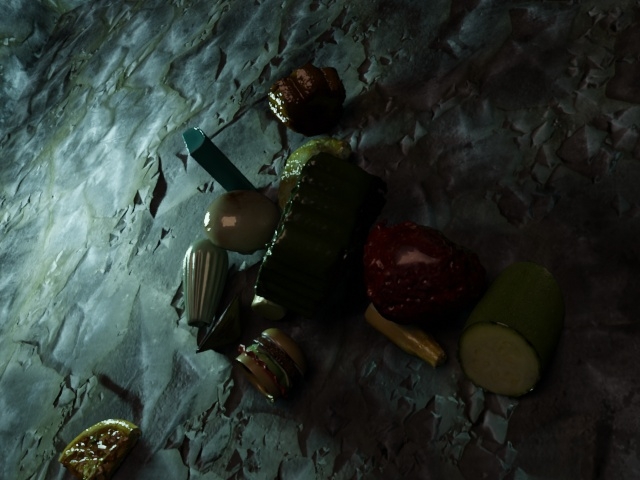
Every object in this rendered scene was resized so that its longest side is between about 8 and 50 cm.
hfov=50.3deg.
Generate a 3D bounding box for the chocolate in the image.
[{"bbox_3d":[0.193,0.210,1.517,0.085,0.085,0.219,-47,48,-3],"label":"chocolate"}]

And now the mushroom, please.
[{"bbox_3d":[-0.221,-0.044,1.932,0.226,0.178,0.226,8,39,-7],"label":"mushroom"}]

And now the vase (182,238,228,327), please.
[{"bbox_3d":[-0.330,0.124,1.922,0.128,0.128,0.248,-12,61,28],"label":"vase"}]

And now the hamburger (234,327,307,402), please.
[{"bbox_3d":[-0.110,0.287,1.616,0.137,0.175,0.175,-43,43,-18],"label":"hamburger"}]

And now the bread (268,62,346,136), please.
[{"bbox_3d":[-0.034,-0.424,2.034,0.232,0.247,0.135,-40,59,16],"label":"bread"}]

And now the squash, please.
[{"bbox_3d":[0.408,0.180,1.419,0.189,0.189,0.260,-3,21,34],"label":"squash"}]

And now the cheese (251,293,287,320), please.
[{"bbox_3d":[-0.108,0.117,1.776,0.123,0.094,0.167,-25,40,54],"label":"cheese"}]

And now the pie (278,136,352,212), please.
[{"bbox_3d":[-0.024,-0.178,1.942,0.257,0.105,0.274,-24,46,32],"label":"pie"}]

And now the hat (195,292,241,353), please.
[{"bbox_3d":[-0.245,0.238,1.808,0.193,0.082,0.193,-56,5,8],"label":"hat"}]

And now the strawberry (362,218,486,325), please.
[{"bbox_3d":[0.206,0.078,1.464,0.274,0.274,0.220,36,98,46],"label":"strawberry"}]

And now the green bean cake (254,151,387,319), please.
[{"bbox_3d":[0.000,0.000,1.616,0.218,0.335,0.319,23,63,1],"label":"green bean cake"}]

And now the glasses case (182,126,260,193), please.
[{"bbox_3d":[-0.280,-0.208,2.001,0.070,0.301,0.117,-37,45,8],"label":"glasses case"}]

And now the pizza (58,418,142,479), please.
[{"bbox_3d":[-0.599,0.577,1.816,0.292,0.058,0.197,-22,49,21],"label":"pizza"}]
